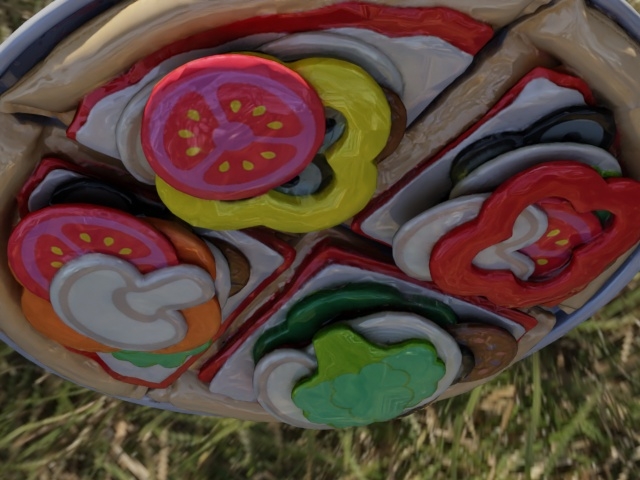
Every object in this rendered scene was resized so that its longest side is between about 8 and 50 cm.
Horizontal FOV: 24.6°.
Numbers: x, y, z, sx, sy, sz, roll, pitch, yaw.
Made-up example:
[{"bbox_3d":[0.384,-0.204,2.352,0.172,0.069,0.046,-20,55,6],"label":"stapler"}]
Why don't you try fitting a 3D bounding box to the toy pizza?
[{"bbox_3d":[0.000,0.000,0.387,0.201,0.201,0.032,-14,52,8],"label":"toy pizza"}]
